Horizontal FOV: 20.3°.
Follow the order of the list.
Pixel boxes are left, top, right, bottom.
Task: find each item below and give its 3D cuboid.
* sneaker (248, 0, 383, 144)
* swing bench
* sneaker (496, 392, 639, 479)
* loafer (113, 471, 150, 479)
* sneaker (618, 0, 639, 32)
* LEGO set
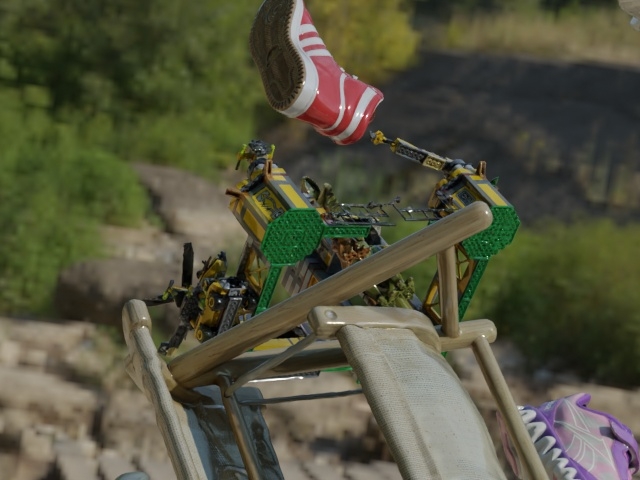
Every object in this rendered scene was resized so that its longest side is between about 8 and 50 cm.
[{"bbox_3d":[-0.002,-0.100,1.049,0.067,0.042,0.118,29,31,-30],"label":"sneaker"},{"bbox_3d":[0.031,0.145,1.121,0.254,0.165,0.253,-17,53,-6],"label":"swing bench"},{"bbox_3d":[0.252,0.212,1.633,0.104,0.095,0.236,-21,33,-11],"label":"sneaker"},{"bbox_3d":[-0.060,0.198,0.621,0.087,0.251,0.094,9,19,6],"label":"loafer"},{"bbox_3d":[0.149,-0.100,0.652,0.061,0.065,0.158,20,6,11],"label":"sneaker"},{"bbox_3d":[0.000,0.000,1.674,0.331,0.255,0.192,-9,39,-29],"label":"LEGO set"}]
